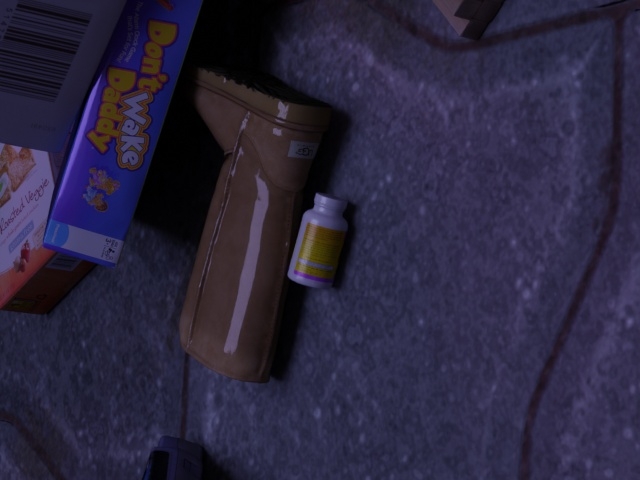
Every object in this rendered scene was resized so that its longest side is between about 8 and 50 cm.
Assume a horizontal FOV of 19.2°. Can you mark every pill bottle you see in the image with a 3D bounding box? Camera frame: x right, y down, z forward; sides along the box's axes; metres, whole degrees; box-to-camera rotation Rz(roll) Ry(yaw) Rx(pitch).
[{"bbox_3d":[0.000,0.000,1.740,0.043,0.043,0.083,25,103,51],"label":"pill bottle"}]

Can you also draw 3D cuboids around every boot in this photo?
[{"bbox_3d":[-0.094,-0.027,1.834,0.236,0.089,0.269,33,113,56],"label":"boot"}]

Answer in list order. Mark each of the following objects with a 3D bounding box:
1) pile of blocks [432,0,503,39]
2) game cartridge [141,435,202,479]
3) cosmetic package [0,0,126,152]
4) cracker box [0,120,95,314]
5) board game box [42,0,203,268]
[{"bbox_3d":[0.076,-0.352,1.660,0.149,0.112,0.362,-34,57,43],"label":"pile of blocks"},{"bbox_3d":[-0.168,0.334,1.734,0.355,0.068,0.230,-98,22,-77],"label":"game cartridge"},{"bbox_3d":[-0.348,-0.313,1.895,0.230,0.161,0.453,-62,36,26],"label":"cosmetic package"},{"bbox_3d":[-0.321,-0.054,2.144,0.156,0.067,0.232,-42,51,39],"label":"cracker box"},{"bbox_3d":[-0.190,-0.170,1.908,0.233,0.078,0.347,-108,36,-74],"label":"board game box"}]
